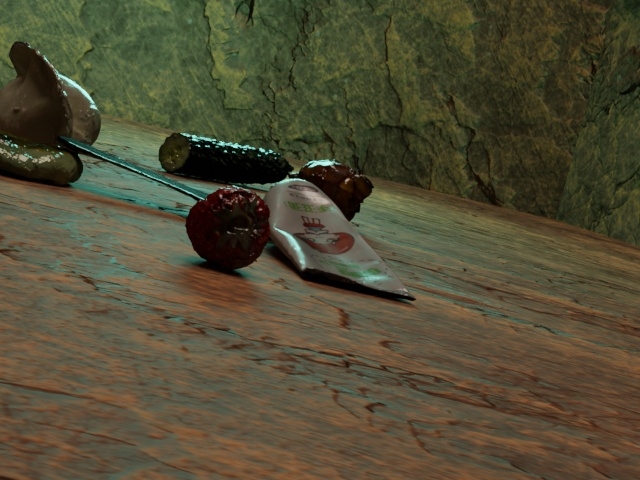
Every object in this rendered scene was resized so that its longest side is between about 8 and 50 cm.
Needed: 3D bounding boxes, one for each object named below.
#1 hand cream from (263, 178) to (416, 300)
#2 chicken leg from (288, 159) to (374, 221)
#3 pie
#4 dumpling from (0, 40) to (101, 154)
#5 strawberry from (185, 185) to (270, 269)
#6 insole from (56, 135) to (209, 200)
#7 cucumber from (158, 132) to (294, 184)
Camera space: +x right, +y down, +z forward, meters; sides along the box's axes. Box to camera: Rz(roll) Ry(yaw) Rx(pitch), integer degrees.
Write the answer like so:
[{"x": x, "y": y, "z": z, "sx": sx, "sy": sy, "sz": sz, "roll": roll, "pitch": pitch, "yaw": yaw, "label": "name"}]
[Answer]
[{"x": 0.000, "y": 0.000, "z": 1.728, "sx": 0.121, "sy": 0.076, "sz": 0.336, "roll": 10, "pitch": 14, "yaw": -18, "label": "hand cream"}, {"x": 0.002, "y": -0.072, "z": 2.416, "sx": 0.113, "sy": 0.093, "sz": 0.304, "roll": 32, "pitch": -5, "yaw": -6, "label": "chicken leg"}, {"x": -0.378, "y": -0.107, "z": 1.897, "sx": 0.187, "sy": 0.041, "sz": 0.187, "roll": 15, "pitch": 6, "yaw": -2, "label": "pie"}, {"x": -0.383, "y": -0.190, "z": 2.130, "sx": 0.142, "sy": 0.172, "sz": 0.247, "roll": -20, "pitch": 12, "yaw": -20, "label": "dumpling"}, {"x": -0.089, "y": -0.009, "z": 1.490, "sx": 0.083, "sy": 0.083, "sz": 0.096, "roll": 12, "pitch": -23, "yaw": -26, "label": "strawberry"}, {"x": -0.163, "y": -0.059, "z": 1.920, "sx": 0.348, "sy": 0.009, "sz": 0.119, "roll": 23, "pitch": 5, "yaw": 1, "label": "insole"}, {"x": -0.151, "y": -0.129, "z": 2.628, "sx": 0.072, "sy": 0.072, "sz": 0.300, "roll": 19, "pitch": 7, "yaw": 39, "label": "cucumber"}]
